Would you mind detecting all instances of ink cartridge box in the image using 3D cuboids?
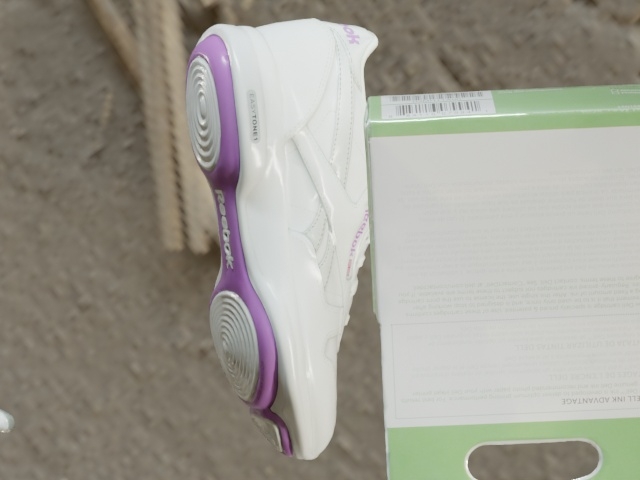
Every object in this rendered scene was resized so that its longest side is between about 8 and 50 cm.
[{"bbox_3d":[0.114,0.035,1.090,0.171,0.056,0.235,-3,109,2],"label":"ink cartridge box"}]

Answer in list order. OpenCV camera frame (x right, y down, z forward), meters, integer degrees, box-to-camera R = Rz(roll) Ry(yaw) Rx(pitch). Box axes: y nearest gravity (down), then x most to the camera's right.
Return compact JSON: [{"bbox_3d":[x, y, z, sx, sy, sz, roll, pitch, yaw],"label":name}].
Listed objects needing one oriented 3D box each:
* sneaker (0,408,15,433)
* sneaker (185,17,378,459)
[{"bbox_3d":[-0.355,0.174,1.814,0.152,0.061,0.054,2,160,12],"label":"sneaker"},{"bbox_3d":[0.000,0.000,1.319,0.114,0.152,0.305,26,124,59],"label":"sneaker"}]
